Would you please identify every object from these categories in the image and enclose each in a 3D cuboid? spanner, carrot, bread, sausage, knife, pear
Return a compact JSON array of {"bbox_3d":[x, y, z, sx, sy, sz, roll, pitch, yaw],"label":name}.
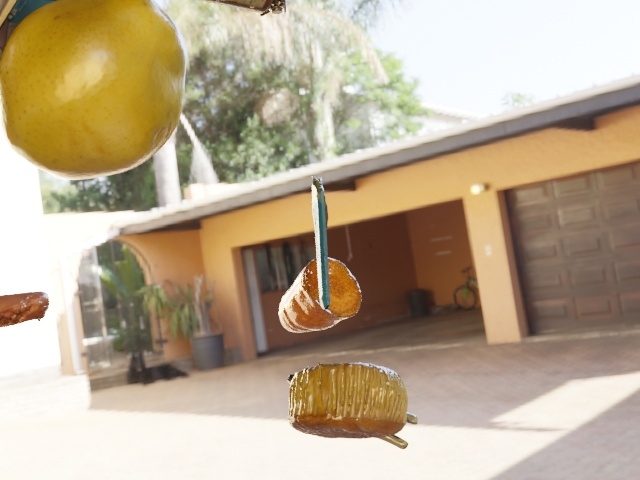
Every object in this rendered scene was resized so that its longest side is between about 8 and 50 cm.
[{"bbox_3d":[0.068,0.393,1.807,0.325,0.095,0.040,23,-25,14],"label":"spanner"},{"bbox_3d":[-0.029,0.146,1.782,0.159,0.159,0.225,-5,-22,-41],"label":"carrot"},{"bbox_3d":[0.059,0.339,1.593,0.227,0.142,0.253,-9,-19,30],"label":"bread"},{"bbox_3d":[-0.774,0.168,1.701,0.327,0.079,0.087,-9,-17,-27],"label":"sausage"},{"bbox_3d":[0.002,0.000,1.609,0.026,0.296,0.044,4,-14,-31],"label":"knife"},{"bbox_3d":[-0.455,-0.313,1.548,0.418,0.362,0.362,-49,-10,6],"label":"pear"}]

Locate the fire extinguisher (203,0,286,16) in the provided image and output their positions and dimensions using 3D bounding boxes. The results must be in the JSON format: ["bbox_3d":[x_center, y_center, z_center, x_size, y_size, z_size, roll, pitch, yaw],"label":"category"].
[{"bbox_3d":[-0.160,-0.526,1.614,0.252,0.075,0.106,-2,14,-38],"label":"fire extinguisher"}]

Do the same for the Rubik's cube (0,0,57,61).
[{"bbox_3d":[-0.659,-0.491,1.828,0.358,0.387,0.368,28,-37,-10],"label":"Rubik's cube"}]

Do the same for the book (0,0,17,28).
[{"bbox_3d":[-0.675,-0.431,1.545,0.026,0.231,0.157,31,9,-36],"label":"book"}]
